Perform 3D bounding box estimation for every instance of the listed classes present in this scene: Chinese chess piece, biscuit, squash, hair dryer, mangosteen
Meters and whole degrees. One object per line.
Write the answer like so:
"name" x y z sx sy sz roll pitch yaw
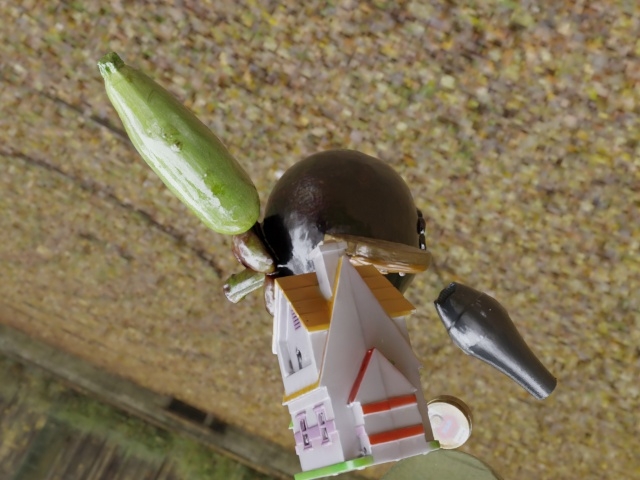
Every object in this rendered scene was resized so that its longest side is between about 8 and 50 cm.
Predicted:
"Chinese chess piece" 0.188 0.447 1.597 0.250 0.250 0.101 15 150 34
"biscuit" 0.082 0.026 1.613 0.170 0.050 0.170 10 -176 -1
"squash" -0.223 -0.146 1.645 0.118 0.118 0.370 6 143 50
"hair dryer" 0.257 0.141 1.663 0.235 0.091 0.271 42 -179 -12
"mangosteen" 0.000 0.000 2.150 0.435 0.382 0.382 -7 161 0

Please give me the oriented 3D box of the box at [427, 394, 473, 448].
"box" 0.249 0.357 2.038 0.106 0.105 0.037 21 -155 17

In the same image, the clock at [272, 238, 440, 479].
"clock" 0.035 0.162 1.435 0.166 0.309 0.235 -9 167 -23
